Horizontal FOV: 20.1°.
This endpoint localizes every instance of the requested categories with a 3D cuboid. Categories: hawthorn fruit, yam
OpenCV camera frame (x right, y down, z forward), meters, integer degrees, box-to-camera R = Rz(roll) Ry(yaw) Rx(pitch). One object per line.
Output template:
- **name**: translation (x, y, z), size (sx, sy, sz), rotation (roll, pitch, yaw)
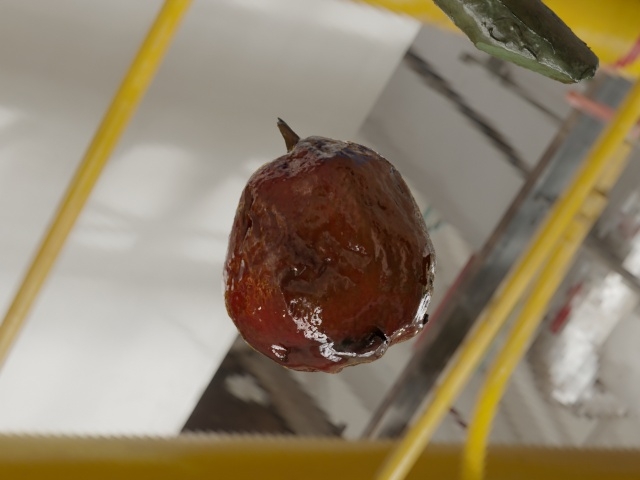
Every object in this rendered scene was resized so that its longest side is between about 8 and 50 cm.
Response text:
- **hawthorn fruit**: translation (0.007, 0.013, 1.388), size (0.173, 0.179, 0.173), rotation (10, -160, -4)
- **yam**: translation (0.214, -0.272, 2.157), size (0.259, 0.106, 0.106), rotation (47, -157, -4)
